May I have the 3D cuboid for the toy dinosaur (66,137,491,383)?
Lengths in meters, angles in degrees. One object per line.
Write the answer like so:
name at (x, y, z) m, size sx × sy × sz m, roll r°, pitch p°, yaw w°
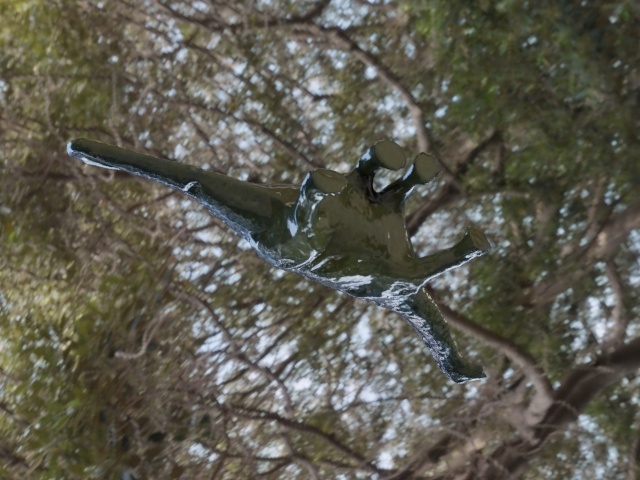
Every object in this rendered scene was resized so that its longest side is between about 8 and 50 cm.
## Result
toy dinosaur at (0.010, -0.004, 0.687) m, size 0.362 × 0.147 × 0.076 m, roll 28°, pitch -139°, yaw -21°
